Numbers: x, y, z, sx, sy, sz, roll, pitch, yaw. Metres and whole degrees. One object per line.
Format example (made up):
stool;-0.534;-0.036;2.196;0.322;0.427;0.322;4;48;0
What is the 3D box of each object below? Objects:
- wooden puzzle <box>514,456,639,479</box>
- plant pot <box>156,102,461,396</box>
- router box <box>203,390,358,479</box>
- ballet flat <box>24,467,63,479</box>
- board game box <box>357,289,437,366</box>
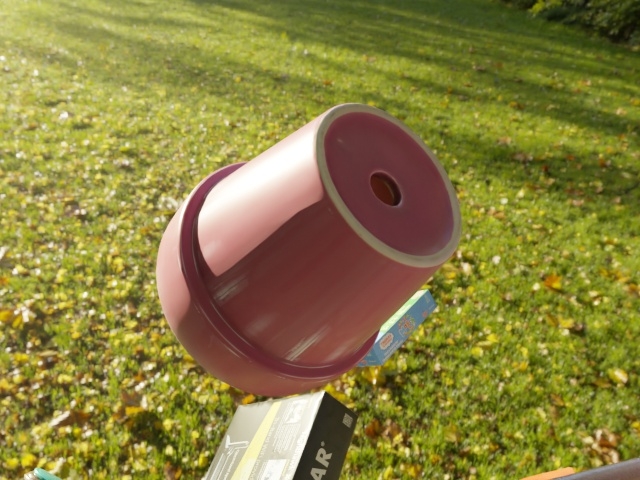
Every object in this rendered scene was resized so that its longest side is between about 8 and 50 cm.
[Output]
wooden puzzle;0.271;0.305;0.484;0.347;0.322;0.080;-15;18;10
plant pot;0.000;0.000;0.437;0.201;0.180;0.201;21;51;-28
router box;-0.093;0.387;0.828;0.081;0.243;0.309;42;50;-21
ballet flat;-0.374;0.497;0.925;0.106;0.316;0.107;-56;21;-23
board game box;0.066;0.150;0.927;0.160;0.039;0.211;-36;10;-39
